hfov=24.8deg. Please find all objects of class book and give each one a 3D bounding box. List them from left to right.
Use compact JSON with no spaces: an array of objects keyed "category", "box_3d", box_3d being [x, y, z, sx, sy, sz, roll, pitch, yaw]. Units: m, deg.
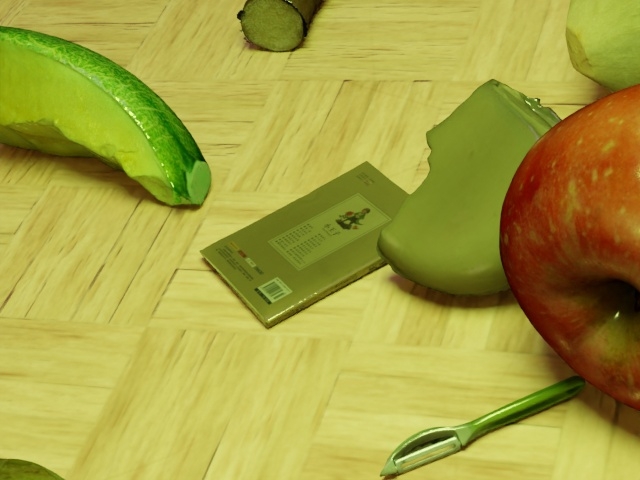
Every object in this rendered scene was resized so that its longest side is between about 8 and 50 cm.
[{"category":"book","box_3d":[0.000,0.000,1.382,0.199,0.016,0.138,-28,41,-17]}]

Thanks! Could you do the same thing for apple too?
[{"category":"apple","box_3d":[0.273,0.003,1.103,0.260,0.260,0.216,24,47,38]}]

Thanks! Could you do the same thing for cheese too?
[{"category":"cheese","box_3d":[0.142,-0.035,1.282,0.202,0.091,0.175,-43,54,9]}]

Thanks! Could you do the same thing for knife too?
[{"category":"knife","box_3d":[0.128,0.146,1.161,0.184,0.022,0.026,-21,66,-9]}]

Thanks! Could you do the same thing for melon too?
[{"category":"melon","box_3d":[-0.237,-0.133,1.539,0.323,0.196,0.124,21,84,26]}]

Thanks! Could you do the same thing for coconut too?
[{"category":"coconut","box_3d":[0.335,-0.233,1.406,0.237,0.237,0.197,-24,34,-13]}]

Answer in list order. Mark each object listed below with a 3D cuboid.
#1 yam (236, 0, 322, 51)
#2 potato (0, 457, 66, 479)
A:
[{"category":"yam","box_3d":[-0.037,-0.280,1.690,0.084,0.084,0.127,3,38,20]},{"category":"potato","box_3d":[-0.219,0.278,0.986,0.210,0.173,0.307,-14,41,3]}]
